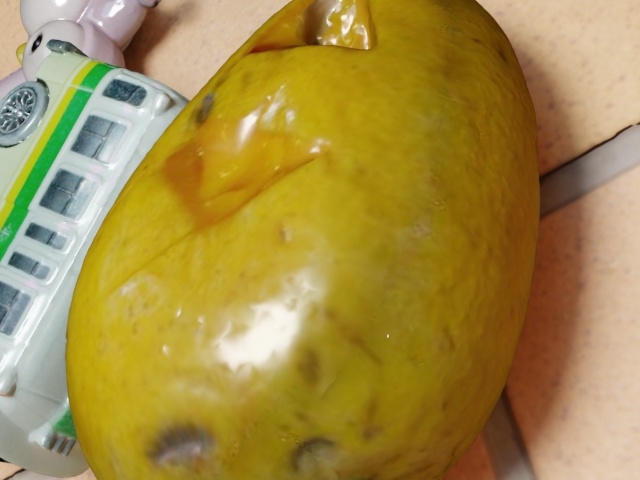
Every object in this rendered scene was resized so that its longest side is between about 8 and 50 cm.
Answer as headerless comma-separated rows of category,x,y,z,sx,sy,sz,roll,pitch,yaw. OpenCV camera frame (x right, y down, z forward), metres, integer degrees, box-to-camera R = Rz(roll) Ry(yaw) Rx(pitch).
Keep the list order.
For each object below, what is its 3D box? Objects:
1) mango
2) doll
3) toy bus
mango,0.000,0.000,0.586,0.252,0.182,0.365,-2,54,37
doll,-0.272,-0.128,0.891,0.365,0.094,0.160,-28,45,23
toy bus,-0.169,0.019,0.710,0.164,0.133,0.276,18,77,40
